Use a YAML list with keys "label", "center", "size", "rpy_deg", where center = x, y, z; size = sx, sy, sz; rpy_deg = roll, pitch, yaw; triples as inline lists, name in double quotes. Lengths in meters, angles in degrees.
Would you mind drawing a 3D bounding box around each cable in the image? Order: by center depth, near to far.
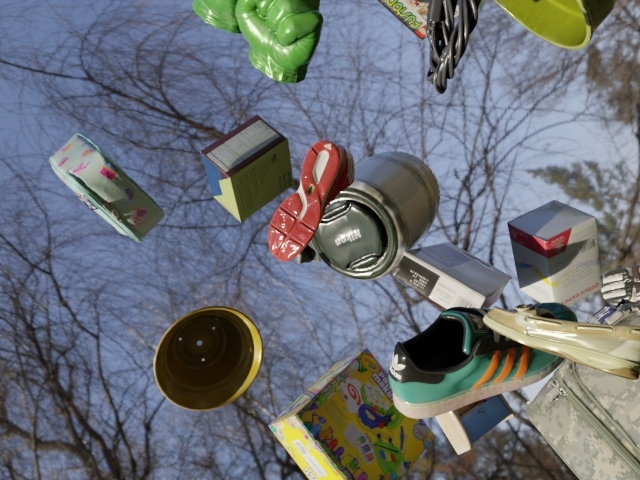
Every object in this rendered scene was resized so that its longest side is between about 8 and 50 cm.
- label: "cable"
  center: [0.190, -0.302, 0.926]
  size: [0.150, 0.047, 0.185]
  rpy_deg: [-165, 83, -79]

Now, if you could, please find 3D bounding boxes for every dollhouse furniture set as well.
- label: "dollhouse furniture set"
  center: [0.403, 0.296, 1.484]
  size: [0.198, 0.286, 0.303]
  rpy_deg: [-16, -22, -43]

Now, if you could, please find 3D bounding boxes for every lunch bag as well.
- label: "lunch bag"
  center: [0.521, 0.278, 1.028]
  size: [0.212, 0.305, 0.256]
  rpy_deg: [10, -58, -39]
- label: "lunch bag"
  center: [-0.464, -0.110, 1.418]
  size: [0.108, 0.279, 0.224]
  rpy_deg: [-45, -54, -11]

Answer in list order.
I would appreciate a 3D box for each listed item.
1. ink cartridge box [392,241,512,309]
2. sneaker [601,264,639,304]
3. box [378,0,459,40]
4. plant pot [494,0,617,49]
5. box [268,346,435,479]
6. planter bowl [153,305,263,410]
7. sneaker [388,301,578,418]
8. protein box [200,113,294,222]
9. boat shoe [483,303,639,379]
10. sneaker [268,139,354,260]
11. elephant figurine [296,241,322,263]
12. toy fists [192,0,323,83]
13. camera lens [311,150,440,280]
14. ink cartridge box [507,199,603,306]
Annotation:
- label: "ink cartridge box"
  center: [0.289, 0.075, 1.367]
  size: [0.371, 0.175, 0.069]
  rpy_deg: [-11, -51, -65]
- label: "sneaker"
  center: [0.788, 0.085, 1.444]
  size: [0.162, 0.281, 0.107]
  rpy_deg: [6, -103, -37]
- label: "box"
  center: [0.165, -0.449, 1.154]
  size: [0.207, 0.114, 0.036]
  rpy_deg: [24, -131, -44]
- label: "plant pot"
  center: [0.487, -0.613, 1.200]
  size: [0.353, 0.366, 0.366]
  rpy_deg: [-45, -31, 8]
- label: "box"
  center: [0.081, 0.482, 1.644]
  size: [0.279, 0.290, 0.177]
  rpy_deg: [-36, -3, -34]
- label: "planter bowl"
  center: [-0.230, 0.219, 1.291]
  size: [0.217, 0.090, 0.217]
  rpy_deg: [-7, -73, -25]
- label: "sneaker"
  center: [0.237, 0.145, 0.918]
  size: [0.302, 0.108, 0.121]
  rpy_deg: [-22, -51, -13]
- label: "protein box"
  center: [-0.200, -0.201, 1.816]
  size: [0.201, 0.136, 0.200]
  rpy_deg: [-37, -29, -20]
- label: "boat shoe"
  center: [0.223, 0.082, 0.602]
  size: [0.056, 0.153, 0.048]
  rpy_deg: [19, -92, -38]
- label: "sneaker"
  center: [0.000, -0.063, 1.132]
  size: [0.221, 0.087, 0.128]
  rpy_deg: [-59, -23, 16]
- label: "elephant figurine"
  center: [0.000, 0.000, 1.773]
  size: [0.186, 0.169, 0.240]
  rpy_deg: [-40, -43, -40]
- label: "toy fists"
  center: [-0.104, -0.365, 0.982]
  size: [0.096, 0.279, 0.142]
  rpy_deg: [-21, -34, -39]
- label: "camera lens"
  center: [0.118, -0.058, 1.386]
  size: [0.274, 0.219, 0.219]
  rpy_deg: [-39, -42, -52]
- label: "ink cartridge box"
  center: [0.487, 0.032, 1.350]
  size: [0.128, 0.127, 0.176]
  rpy_deg: [-24, -64, -13]
